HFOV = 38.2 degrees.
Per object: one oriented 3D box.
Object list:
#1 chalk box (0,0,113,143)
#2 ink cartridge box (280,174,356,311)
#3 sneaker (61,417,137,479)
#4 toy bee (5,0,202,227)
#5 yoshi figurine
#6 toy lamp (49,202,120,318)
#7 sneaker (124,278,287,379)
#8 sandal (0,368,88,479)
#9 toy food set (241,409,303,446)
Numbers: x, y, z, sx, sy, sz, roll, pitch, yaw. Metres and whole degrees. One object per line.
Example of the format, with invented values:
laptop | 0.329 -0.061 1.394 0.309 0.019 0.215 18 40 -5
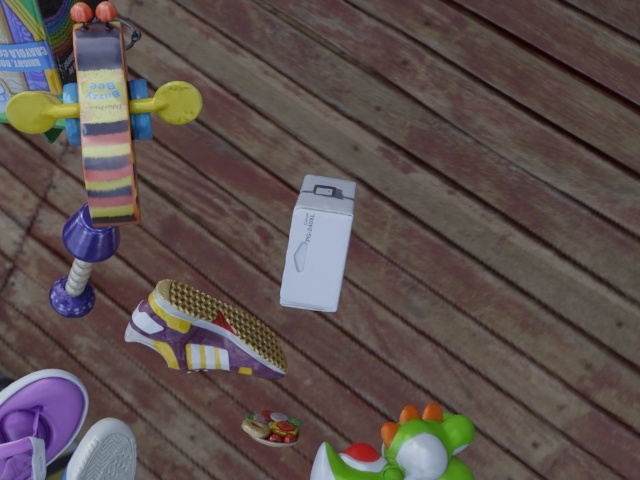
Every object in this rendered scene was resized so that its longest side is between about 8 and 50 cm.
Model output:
chalk box | -0.386 -0.265 1.206 0.179 0.180 0.288 8 135 10
ink cartridge box | 0.000 0.000 0.999 0.063 0.150 0.109 9 107 1
sneaker | -0.187 0.189 0.657 0.085 0.058 0.152 18 93 40
toy bee | -0.249 -0.172 1.009 0.195 0.162 0.298 -25 67 -17
yoshi figurine | 0.111 0.409 1.428 0.203 0.362 0.203 41 146 39
toy lamp | -0.334 0.029 1.300 0.080 0.080 0.274 54 146 12
sneaker | -0.123 0.114 1.013 0.185 0.069 0.084 33 112 -24
sandal | -0.534 0.389 1.566 0.416 0.169 0.102 -47 41 13
toy food set | -0.065 0.257 1.267 0.083 0.082 0.020 15 103 7
